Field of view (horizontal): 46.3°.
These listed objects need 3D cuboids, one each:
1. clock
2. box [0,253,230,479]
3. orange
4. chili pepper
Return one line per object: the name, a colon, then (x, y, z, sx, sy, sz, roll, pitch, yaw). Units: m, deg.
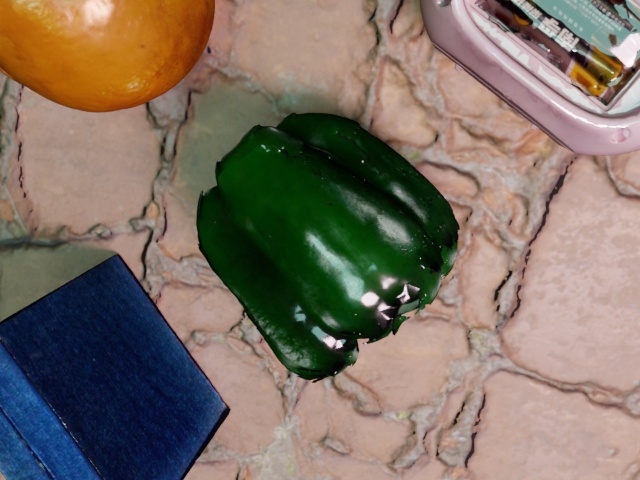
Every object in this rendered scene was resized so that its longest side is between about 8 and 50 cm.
clock: (0.280, -0.274, 0.668, 0.368, 0.250, 0.377, 38, 108, 1)
box: (-0.259, 0.180, 0.878, 0.116, 0.279, 0.261, -33, 95, 19)
orange: (-0.235, -0.271, 0.754, 0.226, 0.284, 0.284, -24, 98, 23)
chili pepper: (0.000, 0.000, 0.811, 0.256, 0.233, 0.248, 43, 104, 5)
